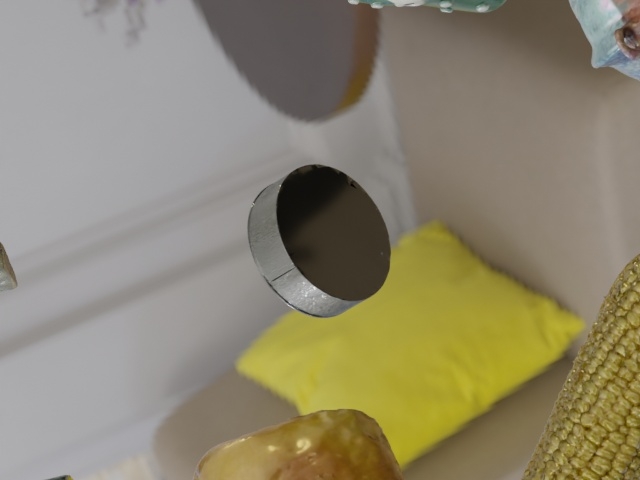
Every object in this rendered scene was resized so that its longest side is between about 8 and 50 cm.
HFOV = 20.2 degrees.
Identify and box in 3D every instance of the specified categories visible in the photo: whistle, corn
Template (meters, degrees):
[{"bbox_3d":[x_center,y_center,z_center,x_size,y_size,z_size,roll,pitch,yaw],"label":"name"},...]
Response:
[{"bbox_3d":[0.303,-0.228,1.527,0.142,0.346,0.133,27,127,10],"label":"whistle"},{"bbox_3d":[0.238,0.138,1.465,0.106,0.293,0.106,29,178,1],"label":"corn"}]

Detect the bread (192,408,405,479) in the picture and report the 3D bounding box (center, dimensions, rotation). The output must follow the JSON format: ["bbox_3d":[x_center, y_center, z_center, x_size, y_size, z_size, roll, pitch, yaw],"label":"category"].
[{"bbox_3d":[0.026,0.247,1.000,0.167,0.132,0.294,111,141,-66],"label":"bread"}]

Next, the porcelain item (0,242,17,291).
[{"bbox_3d":[-0.414,0.047,1.768,0.069,0.216,0.081,82,164,-58],"label":"porcelain item"}]

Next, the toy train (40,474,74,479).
[{"bbox_3d":[-0.291,0.295,1.349,0.138,0.330,0.178,83,174,-67],"label":"toy train"}]

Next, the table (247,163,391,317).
[{"bbox_3d":[0.000,0.000,1.601,0.043,0.133,0.133,-31,82,43],"label":"table"}]

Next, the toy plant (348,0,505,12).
[{"bbox_3d":[0.117,-0.328,2.085,0.232,0.243,0.112,129,145,-71],"label":"toy plant"}]
